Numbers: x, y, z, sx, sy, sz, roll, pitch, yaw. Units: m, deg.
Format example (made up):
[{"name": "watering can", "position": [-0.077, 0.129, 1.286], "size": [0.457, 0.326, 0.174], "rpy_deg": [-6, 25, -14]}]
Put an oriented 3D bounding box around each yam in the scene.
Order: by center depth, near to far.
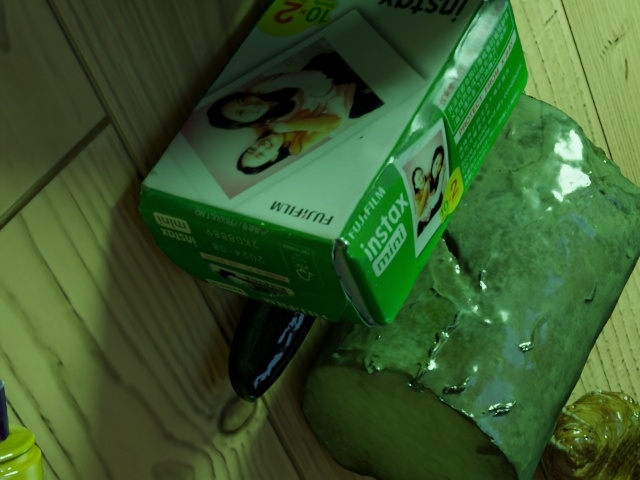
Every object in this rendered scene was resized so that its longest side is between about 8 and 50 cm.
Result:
[{"name": "yam", "position": [0.123, 0.040, 1.156], "size": [0.195, 0.195, 0.300], "rpy_deg": [52, 57, -41]}]

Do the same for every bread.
[{"name": "bread", "position": [0.259, 0.190, 1.435], "size": [0.233, 0.076, 0.105], "rpy_deg": [18, 93, -57]}]

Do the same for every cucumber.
[{"name": "cucumber", "position": [0.000, 0.000, 1.115], "size": [0.284, 0.056, 0.056], "rpy_deg": [-60, 135, -30]}]

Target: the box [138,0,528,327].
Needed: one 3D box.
[{"name": "box", "position": [0.013, -0.075, 1.022], "size": [0.250, 0.180, 0.103], "rpy_deg": [-60, 147, -24]}]

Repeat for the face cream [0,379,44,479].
[{"name": "face cream", "position": [-0.195, 0.168, 0.879], "size": [0.078, 0.078, 0.273], "rpy_deg": [-16, 107, -48]}]
